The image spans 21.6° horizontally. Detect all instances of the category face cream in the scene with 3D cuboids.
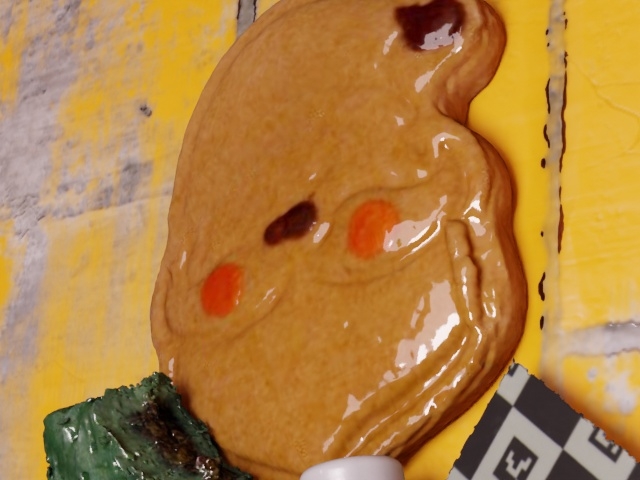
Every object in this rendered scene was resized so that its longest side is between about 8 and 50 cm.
[{"bbox_3d":[0.027,0.203,1.174,0.091,0.091,0.095,-21,67,33],"label":"face cream"}]

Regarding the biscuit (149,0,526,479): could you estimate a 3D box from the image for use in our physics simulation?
[{"bbox_3d":[-0.001,0.000,1.340,0.349,0.078,0.455,-22,61,37],"label":"biscuit"}]

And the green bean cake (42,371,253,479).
[{"bbox_3d":[-0.119,0.202,1.279,0.193,0.107,0.208,-22,78,46],"label":"green bean cake"}]

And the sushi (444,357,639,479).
[{"bbox_3d":[0.150,0.311,1.080,0.359,0.064,0.343,-62,34,9],"label":"sushi"}]
